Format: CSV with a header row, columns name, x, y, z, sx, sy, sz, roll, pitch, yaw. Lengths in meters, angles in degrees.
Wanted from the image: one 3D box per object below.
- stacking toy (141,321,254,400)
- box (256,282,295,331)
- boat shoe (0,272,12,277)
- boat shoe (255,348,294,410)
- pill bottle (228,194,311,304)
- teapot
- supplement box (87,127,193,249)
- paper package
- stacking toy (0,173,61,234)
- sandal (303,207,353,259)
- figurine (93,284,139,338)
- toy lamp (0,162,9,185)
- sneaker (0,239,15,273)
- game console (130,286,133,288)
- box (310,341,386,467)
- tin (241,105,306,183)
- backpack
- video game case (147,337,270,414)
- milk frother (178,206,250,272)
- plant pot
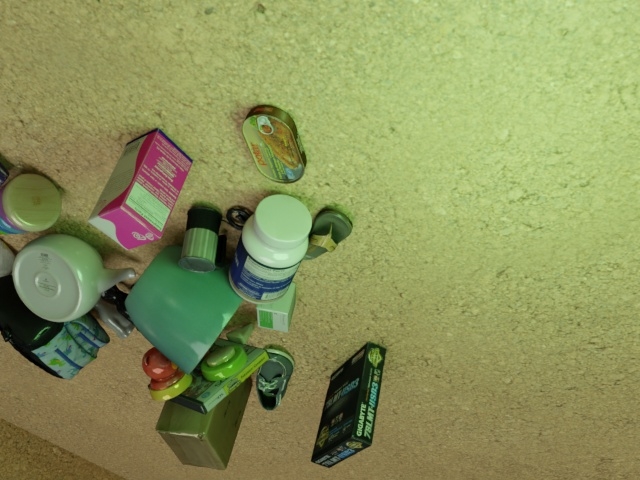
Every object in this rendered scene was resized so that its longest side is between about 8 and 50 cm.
name,x,y,z,sx,sy,sz,roll,pitch,yaw
stacking toy,-0.347,0.287,1.884,0.280,0.309,0.130,-17,112,12
box,-0.116,0.171,1.769,0.087,0.101,0.101,9,143,4
boat shoe,-0.968,0.169,2.088,0.084,0.095,0.258,20,133,-1
boat shoe,-0.153,0.453,2.160,0.116,0.099,0.319,13,144,3
pill bottle,-0.113,0.022,1.525,0.153,0.153,0.264,19,142,-6
teapot,-0.679,0.084,1.795,0.253,0.187,0.256,-38,95,25
supplement box,-0.369,-0.106,1.387,0.111,0.219,0.114,-15,134,35
paper package,-0.362,0.528,2.142,0.168,0.324,0.309,5,142,12
stacking toy,-0.790,-0.067,1.683,0.331,0.141,0.141,-12,137,42
sandal,0.000,0.000,1.535,0.090,0.060,0.219,29,142,-19
figurine,-0.618,0.188,1.989,0.209,0.092,0.215,42,141,-21
toy lamp,-0.844,-0.219,1.527,0.080,0.080,0.275,-22,129,39
sneaker,-0.984,0.012,1.897,0.126,0.091,0.240,3,147,47
game console,-0.461,0.146,1.932,0.144,0.085,0.124,32,110,-23
box,0.083,0.484,1.955,0.074,0.293,0.295,22,144,-12
tin,-0.091,-0.189,1.337,0.106,0.040,0.189,-1,141,15
backpack,-0.794,0.267,1.992,0.290,0.273,0.355,33,145,30
video game case,-0.316,0.369,1.883,0.275,0.248,0.035,4,122,46
milk frother,-0.242,-0.004,1.549,0.129,0.134,0.143,24,147,-36
plant pot,-0.342,0.151,1.682,0.235,0.293,0.293,35,141,-5
